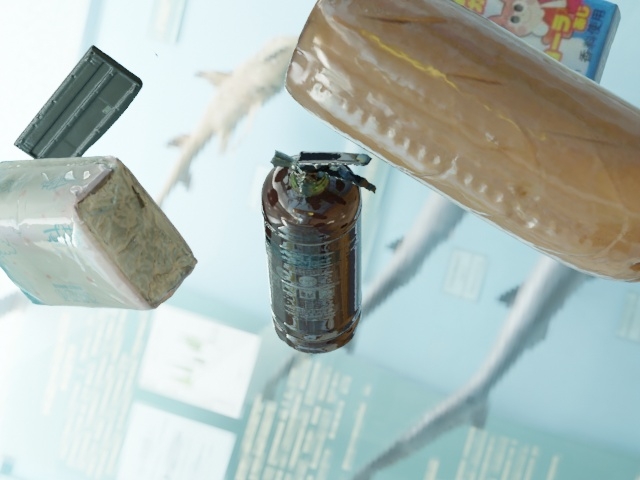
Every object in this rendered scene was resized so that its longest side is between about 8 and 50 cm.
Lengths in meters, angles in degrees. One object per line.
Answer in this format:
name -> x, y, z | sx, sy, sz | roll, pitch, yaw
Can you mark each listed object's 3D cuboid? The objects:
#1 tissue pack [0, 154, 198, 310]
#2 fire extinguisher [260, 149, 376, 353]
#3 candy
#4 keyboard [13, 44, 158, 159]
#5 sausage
tissue pack -> -0.319, -0.006, 1.792 | 0.201, 0.271, 0.124 | 54, -126, -31
fire extinguisher -> 0.000, 0.000, 1.569 | 0.337, 0.136, 0.114 | 86, -159, -54
candy -> 0.212, -0.259, 1.758 | 0.100, 0.306, 0.157 | 5, -78, -76
keyboard -> -0.331, -0.207, 1.986 | 0.381, 0.103, 0.041 | -35, 26, 50
sausage -> 0.121, -0.077, 0.942 | 0.121, 0.304, 0.121 | -59, -4, -7
